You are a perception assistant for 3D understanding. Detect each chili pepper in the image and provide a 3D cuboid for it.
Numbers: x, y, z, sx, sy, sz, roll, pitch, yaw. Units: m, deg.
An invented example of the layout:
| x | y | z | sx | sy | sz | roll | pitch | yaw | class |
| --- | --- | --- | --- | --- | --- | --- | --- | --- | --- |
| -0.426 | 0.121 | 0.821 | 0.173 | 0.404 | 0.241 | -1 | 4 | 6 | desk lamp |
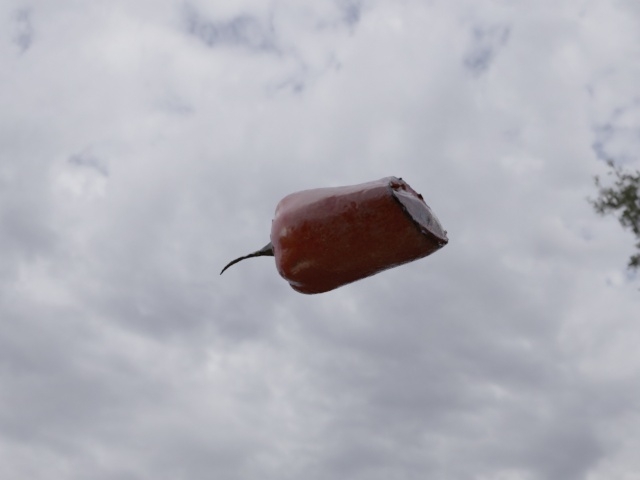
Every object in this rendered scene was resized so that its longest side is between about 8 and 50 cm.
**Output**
| x | y | z | sx | sy | sz | roll | pitch | yaw | class |
| --- | --- | --- | --- | --- | --- | --- | --- | --- | --- |
| 0.000 | 0.000 | 0.717 | 0.192 | 0.084 | 0.086 | -17 | -60 | 20 | chili pepper |
